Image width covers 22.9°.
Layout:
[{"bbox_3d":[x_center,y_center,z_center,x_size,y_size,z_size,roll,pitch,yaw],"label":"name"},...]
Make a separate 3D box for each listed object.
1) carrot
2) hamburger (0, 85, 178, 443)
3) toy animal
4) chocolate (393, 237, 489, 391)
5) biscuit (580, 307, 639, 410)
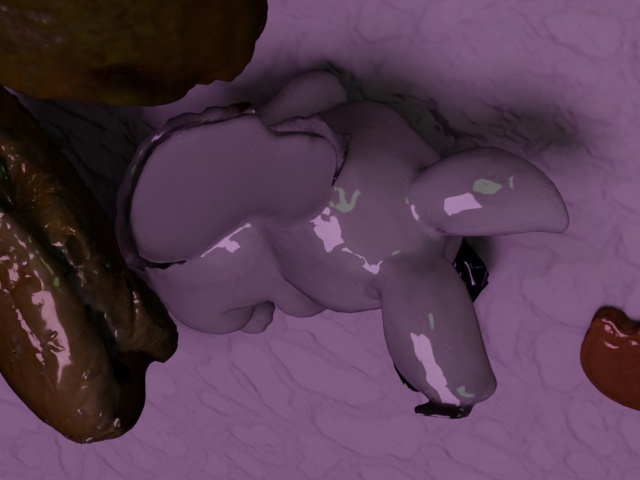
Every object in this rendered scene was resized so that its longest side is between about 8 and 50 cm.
[{"bbox_3d":[-0.135,-0.243,0.929,0.241,0.241,0.341,20,138,15],"label":"carrot"},{"bbox_3d":[-0.218,0.023,1.224,0.285,0.134,0.265,55,-179,0],"label":"hamburger"},{"bbox_3d":[-0.001,-0.007,1.094,0.325,0.209,0.154,25,-176,41],"label":"toy animal"},{"bbox_3d":[0.088,0.049,1.183,0.072,0.070,0.147,13,139,15],"label":"chocolate"},{"bbox_3d":[0.252,0.093,1.151,0.130,0.019,0.102,9,133,25],"label":"biscuit"}]
